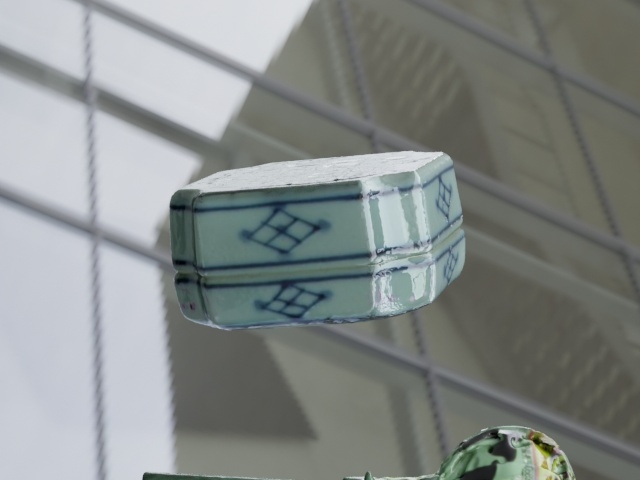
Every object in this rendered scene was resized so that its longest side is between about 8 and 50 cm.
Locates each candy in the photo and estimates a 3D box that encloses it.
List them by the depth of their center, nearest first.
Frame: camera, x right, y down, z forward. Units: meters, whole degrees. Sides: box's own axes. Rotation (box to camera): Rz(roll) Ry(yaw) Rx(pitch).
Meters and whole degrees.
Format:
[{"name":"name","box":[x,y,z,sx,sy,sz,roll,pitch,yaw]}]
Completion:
[{"name":"candy","box":[0.026,0.168,1.396,0.083,0.306,0.091,79,15,-73]}]

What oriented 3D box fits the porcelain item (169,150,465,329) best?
[{"name":"porcelain item","box":[0.000,0.000,2.089,0.286,0.281,0.157,-37,120,-74]}]
